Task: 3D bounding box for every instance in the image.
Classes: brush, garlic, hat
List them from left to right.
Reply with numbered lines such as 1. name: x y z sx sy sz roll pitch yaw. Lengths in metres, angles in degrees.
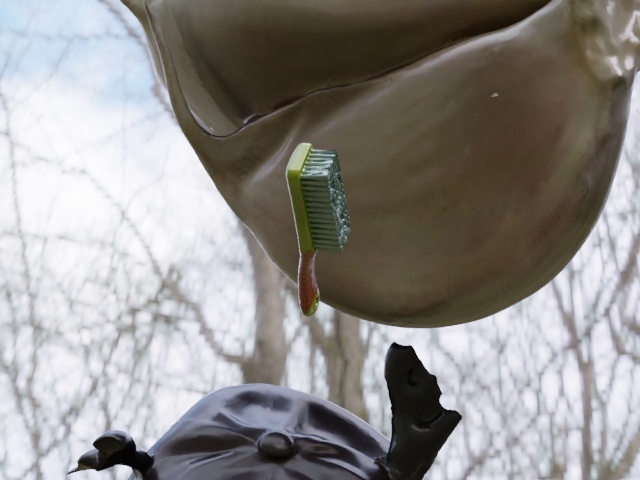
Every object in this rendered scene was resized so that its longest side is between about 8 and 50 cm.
1. hat: -0.031 0.203 1.121 0.238 0.336 0.209 0 -40 -1
2. brush: 0.000 0.000 0.702 0.021 0.018 0.083 10 -44 12
3. garlic: 0.018 -0.072 1.169 0.340 0.231 0.246 10 -32 3
